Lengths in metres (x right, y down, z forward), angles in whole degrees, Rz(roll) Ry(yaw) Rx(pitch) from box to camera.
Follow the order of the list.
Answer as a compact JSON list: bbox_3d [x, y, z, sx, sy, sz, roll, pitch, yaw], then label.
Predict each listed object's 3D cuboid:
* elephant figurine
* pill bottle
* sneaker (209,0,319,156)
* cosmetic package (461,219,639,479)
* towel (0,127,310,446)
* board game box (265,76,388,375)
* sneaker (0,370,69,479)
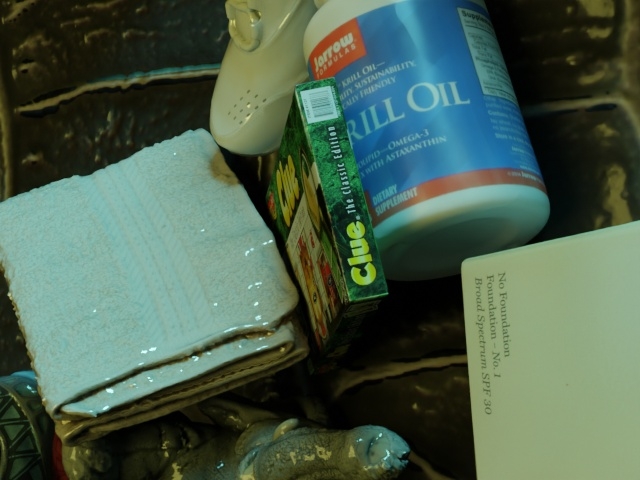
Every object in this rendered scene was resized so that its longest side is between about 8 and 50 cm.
[{"bbox_3d":[-0.044,0.169,1.243,0.239,0.186,0.169,-6,117,9],"label":"elephant figurine"},{"bbox_3d":[0.058,-0.096,1.163,0.124,0.124,0.221,-35,62,40],"label":"pill bottle"},{"bbox_3d":[-0.028,-0.200,1.263,0.111,0.129,0.297,35,113,42],"label":"sneaker"},{"bbox_3d":[0.228,0.064,0.976,0.309,0.113,0.160,-16,75,47],"label":"cosmetic package"},{"bbox_3d":[-0.129,0.022,1.281,0.282,0.187,0.049,-123,16,-52],"label":"towel"},{"bbox_3d":[0.000,0.000,1.172,0.260,0.030,0.136,110,149,-75],"label":"board game box"},{"bbox_3d":[-0.258,0.237,1.476,0.104,0.125,0.262,-20,72,46],"label":"sneaker"}]
